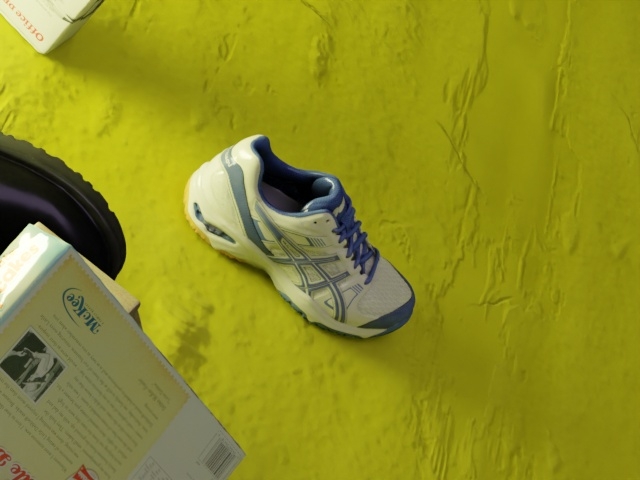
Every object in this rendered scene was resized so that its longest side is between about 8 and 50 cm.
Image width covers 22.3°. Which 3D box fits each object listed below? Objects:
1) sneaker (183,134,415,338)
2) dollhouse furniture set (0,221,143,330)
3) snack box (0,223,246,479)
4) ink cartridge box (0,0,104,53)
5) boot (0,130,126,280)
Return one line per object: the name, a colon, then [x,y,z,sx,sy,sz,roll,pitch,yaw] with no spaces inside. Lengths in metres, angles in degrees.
sneaker: [0.000,0.000,1.741,0.296,0.131,0.112,31,43,-23]
dollhouse furniture set: [-0.245,0.102,1.431,0.123,0.151,0.144,37,67,19]
snack box: [-0.200,0.157,1.324,0.187,0.060,0.322,-51,138,-18]
ink cartridge box: [-0.272,-0.284,1.692,0.109,0.150,0.063,47,37,-4]
boot: [-0.359,0.004,1.415,0.348,0.131,0.260,30,38,-8]
